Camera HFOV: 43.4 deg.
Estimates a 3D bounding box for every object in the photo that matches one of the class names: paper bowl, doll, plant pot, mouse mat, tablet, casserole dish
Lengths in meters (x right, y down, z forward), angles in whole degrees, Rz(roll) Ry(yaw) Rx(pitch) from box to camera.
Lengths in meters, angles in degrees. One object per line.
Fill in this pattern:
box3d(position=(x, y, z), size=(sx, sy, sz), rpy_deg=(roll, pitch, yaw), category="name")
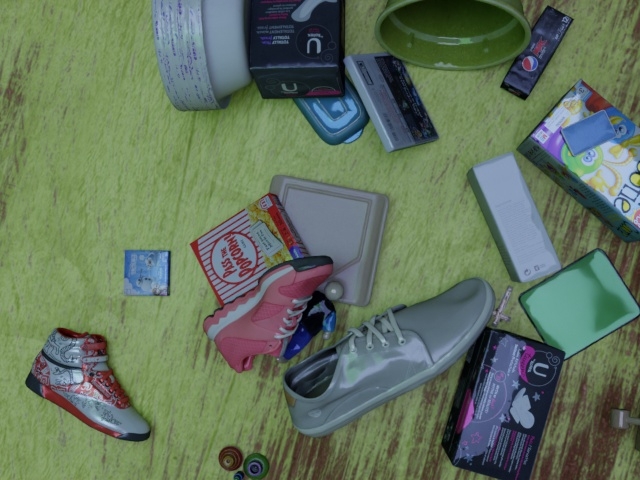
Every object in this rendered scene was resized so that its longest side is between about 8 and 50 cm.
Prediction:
box3d(position=(-0.199, -0.379, 1.465), size=(0.148, 0.284, 0.284), rpy_deg=(-1, 88, 4), category="paper bowl")
box3d(position=(-0.029, 0.144, 1.525), size=(0.189, 0.046, 0.129), rpy_deg=(-44, 71, 17), category="doll")
box3d(position=(0.248, -0.484, 1.463), size=(0.276, 0.276, 0.254), rpy_deg=(6, 76, 5), category="plant pot")
box3d(position=(0.492, 0.123, 1.529), size=(0.189, 0.007, 0.153), rpy_deg=(-32, 86, 4), category="mouse mat")
box3d(position=(0.466, -0.186, 1.398), size=(0.083, 0.006, 0.054), rpy_deg=(-25, 86, 3), category="tablet")
box3d(position=(0.015, -0.275, 1.568), size=(0.114, 0.037, 0.188), rpy_deg=(-35, 85, 2), category="casserole dish")

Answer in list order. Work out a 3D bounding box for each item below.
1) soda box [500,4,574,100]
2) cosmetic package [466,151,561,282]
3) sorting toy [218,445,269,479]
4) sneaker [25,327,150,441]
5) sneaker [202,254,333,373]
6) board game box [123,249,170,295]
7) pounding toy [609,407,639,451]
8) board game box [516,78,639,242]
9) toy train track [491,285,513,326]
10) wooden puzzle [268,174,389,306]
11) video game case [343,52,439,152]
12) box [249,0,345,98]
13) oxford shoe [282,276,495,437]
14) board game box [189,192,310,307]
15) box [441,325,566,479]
box3d(position=(0.409, -0.355, 1.529), size=(0.060, 0.053, 0.169), rpy_deg=(30, 90, 6), category="soda box")
box3d(position=(0.356, -0.041, 1.492), size=(0.085, 0.117, 0.231), rpy_deg=(-21, 88, 3), category="cosmetic package")
box3d(position=(-0.152, 0.437, 1.552), size=(0.102, 0.042, 0.061), rpy_deg=(17, 89, 5), category="sorting toy")
box3d(position=(-0.428, 0.271, 1.557), size=(0.270, 0.090, 0.145), rpy_deg=(26, 93, 8), category="sneaker")
box3d(position=(-0.076, 0.138, 1.479), size=(0.314, 0.116, 0.136), rpy_deg=(-37, 73, 30), category="sneaker")
box3d(position=(-0.343, 0.064, 1.593), size=(0.090, 0.020, 0.090), rpy_deg=(0, 88, 6), category="board game box")
box3d(position=(0.611, 0.357, 1.422), size=(0.206, 0.181, 0.094), rpy_deg=(9, 89, 5), category="pounding toy")
box3d(position=(0.518, -0.140, 1.467), size=(0.275, 0.144, 0.142), rpy_deg=(42, 91, 4), category="board game box")
box3d(position=(0.348, 0.126, 1.536), size=(0.048, 0.014, 0.083), rpy_deg=(23, 89, 5), category="toy train track")
box3d(position=(0.000, 0.000, 1.559), size=(0.238, 0.044, 0.221), rpy_deg=(11, 89, 10), category="wooden puzzle")
box3d(position=(0.135, -0.261, 1.501), size=(0.022, 0.173, 0.190), rpy_deg=(-29, 85, 39), category="video game case")
box3d(position=(-0.038, -0.414, 1.501), size=(0.165, 0.143, 0.270), rpy_deg=(0, 76, 6), category="box")
box3d(position=(0.117, 0.197, 1.471), size=(0.449, 0.169, 0.130), rpy_deg=(-33, 114, 6), category="oxford shoe")
box3d(position=(-0.135, 0.021, 1.540), size=(0.193, 0.045, 0.147), rpy_deg=(-32, 77, 13), category="board game box")
box3d(position=(0.328, 0.291, 1.458), size=(0.142, 0.163, 0.247), rpy_deg=(17, 90, 2), category="box")
